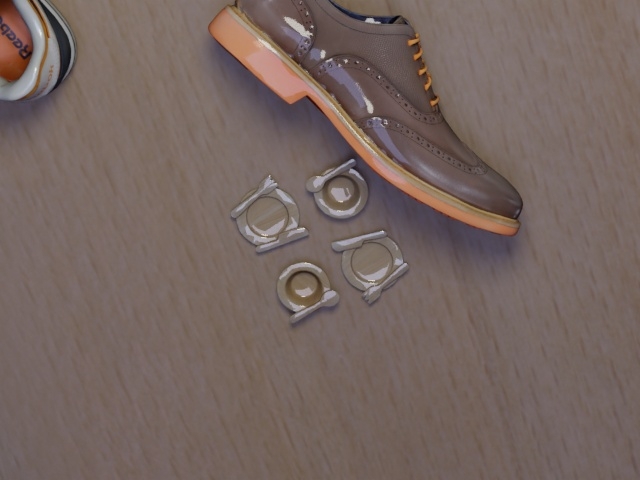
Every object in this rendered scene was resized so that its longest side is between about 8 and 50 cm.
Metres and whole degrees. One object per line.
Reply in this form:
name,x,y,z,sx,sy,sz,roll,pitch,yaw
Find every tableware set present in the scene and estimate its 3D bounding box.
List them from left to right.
tableware set,0.000,0.000,2.006,0.141,0.020,0.168,-25,105,9

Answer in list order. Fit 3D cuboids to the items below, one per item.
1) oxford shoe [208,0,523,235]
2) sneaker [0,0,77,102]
oxford shoe,0.071,-0.140,1.908,0.364,0.130,0.132,37,97,-11
sneaker,-0.366,-0.261,1.881,0.321,0.127,0.126,42,105,-9
